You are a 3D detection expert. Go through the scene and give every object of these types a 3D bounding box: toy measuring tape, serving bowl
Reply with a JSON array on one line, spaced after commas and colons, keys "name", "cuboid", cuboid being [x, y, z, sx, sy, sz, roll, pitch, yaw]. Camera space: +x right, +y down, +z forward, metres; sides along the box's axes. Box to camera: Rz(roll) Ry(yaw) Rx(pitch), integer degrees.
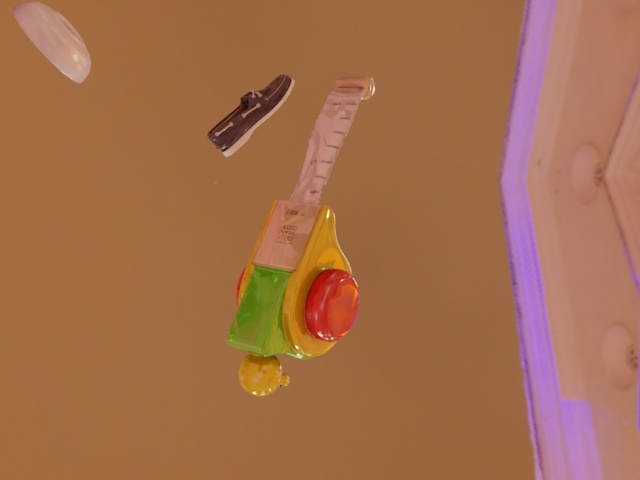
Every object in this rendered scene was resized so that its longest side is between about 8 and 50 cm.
[{"name": "toy measuring tape", "cuboid": [0.000, 0.000, 0.730, 0.121, 0.121, 0.330, 24, -108, -9]}, {"name": "serving bowl", "cuboid": [-0.235, -0.183, 0.660, 0.027, 0.083, 0.083, -38, -81, 5]}]

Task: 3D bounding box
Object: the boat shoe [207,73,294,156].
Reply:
[{"name": "boat shoe", "cuboid": [-0.083, -0.157, 0.878, 0.125, 0.046, 0.038, -46, -65, -1]}]
